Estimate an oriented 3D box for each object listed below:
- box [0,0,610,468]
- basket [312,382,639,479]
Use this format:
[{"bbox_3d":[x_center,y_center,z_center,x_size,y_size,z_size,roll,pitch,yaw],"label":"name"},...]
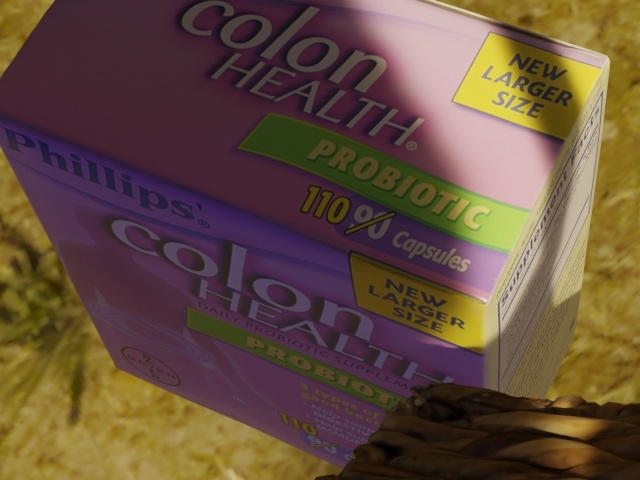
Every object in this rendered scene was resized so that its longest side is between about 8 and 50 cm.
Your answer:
[{"bbox_3d":[0.000,0.000,0.650,0.213,0.117,0.243,22,154,17],"label":"box"},{"bbox_3d":[0.121,0.179,0.336,0.299,0.213,0.223,0,113,31],"label":"basket"}]
